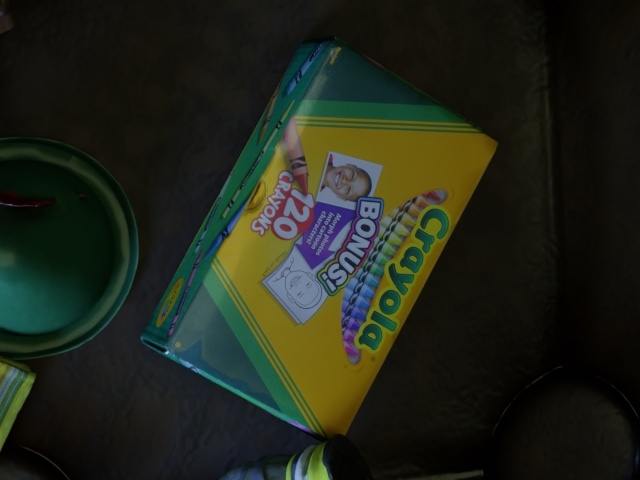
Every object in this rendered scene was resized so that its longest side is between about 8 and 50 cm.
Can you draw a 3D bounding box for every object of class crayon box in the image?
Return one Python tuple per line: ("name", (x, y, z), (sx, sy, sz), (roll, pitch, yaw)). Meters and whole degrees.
("crayon box", (0.000, 0.000, 1.530), (0.165, 0.081, 0.278), (30, 83, -20))

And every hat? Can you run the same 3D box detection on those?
("hat", (-0.209, 0.012, 1.397), (0.208, 0.183, 0.173), (3, 94, -21))

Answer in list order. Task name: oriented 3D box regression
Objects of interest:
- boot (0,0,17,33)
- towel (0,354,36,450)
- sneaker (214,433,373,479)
("boot", (-0.288, -0.195, 1.431), (0.106, 0.037, 0.114), (-28, 107, -30))
("towel", (-0.316, 0.110, 1.400), (0.237, 0.021, 0.102), (23, 89, -45))
("sneaker", (-0.004, 0.287, 1.547), (0.121, 0.111, 0.300), (-3, 114, 22))
